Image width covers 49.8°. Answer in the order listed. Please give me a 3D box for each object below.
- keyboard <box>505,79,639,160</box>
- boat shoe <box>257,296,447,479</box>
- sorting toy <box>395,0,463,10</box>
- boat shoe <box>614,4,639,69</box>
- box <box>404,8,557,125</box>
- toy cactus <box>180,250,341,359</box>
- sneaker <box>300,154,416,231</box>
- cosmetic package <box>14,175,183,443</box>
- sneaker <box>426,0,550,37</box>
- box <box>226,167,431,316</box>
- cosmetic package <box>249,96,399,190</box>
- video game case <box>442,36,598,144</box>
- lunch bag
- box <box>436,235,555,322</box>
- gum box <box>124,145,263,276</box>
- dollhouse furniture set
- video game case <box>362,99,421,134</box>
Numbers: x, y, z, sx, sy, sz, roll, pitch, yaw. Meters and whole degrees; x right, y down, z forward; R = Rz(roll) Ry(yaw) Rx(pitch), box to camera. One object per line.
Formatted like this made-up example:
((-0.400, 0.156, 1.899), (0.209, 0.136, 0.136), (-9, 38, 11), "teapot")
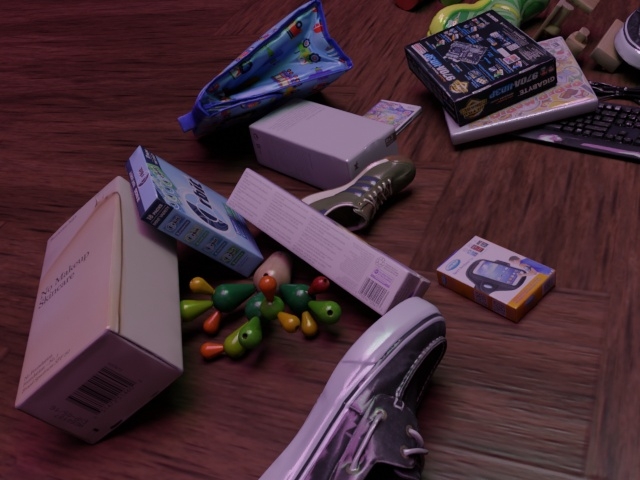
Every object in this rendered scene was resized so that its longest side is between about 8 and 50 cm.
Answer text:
((0.424, -0.210, 1.099), (0.317, 0.033, 0.201), (20, 50, 35), "keyboard")
((0.046, 0.205, 0.659), (0.119, 0.121, 0.335), (24, 63, 29), "boat shoe")
((0.307, -0.576, 1.495), (0.126, 0.127, 0.366), (-15, 19, -28), "sorting toy")
((0.599, -0.392, 1.188), (0.108, 0.102, 0.301), (34, 52, 14), "boat shoe")
((0.262, -0.296, 1.156), (0.175, 0.051, 0.220), (-24, 42, -1), "box")
((-0.079, 0.067, 0.879), (0.219, 0.112, 0.180), (-12, 27, 20), "toy cactus")
((0.062, -0.052, 0.998), (0.192, 0.064, 0.086), (-25, 40, -3), "sneaker")
((-0.268, 0.074, 0.867), (0.160, 0.113, 0.309), (-39, 36, 14), "cosmetic package")
((0.341, -0.415, 1.343), (0.296, 0.109, 0.123), (-28, 67, -22), "sneaker")
((0.000, 0.000, 0.911), (0.324, 0.063, 0.067), (33, 94, 38), "box")
((0.004, -0.154, 1.126), (0.117, 0.085, 0.231), (-38, 45, -27), "cosmetic package")
((0.314, -0.253, 1.145), (0.227, 0.026, 0.206), (-12, 43, 10), "video game case")
((-0.123, -0.279, 1.225), (0.293, 0.138, 0.221), (-31, 9, -12), "lunch bag")
((0.211, 0.042, 0.859), (0.081, 0.028, 0.136), (-37, 45, -26), "box")
((-0.179, -0.041, 0.972), (0.041, 0.184, 0.157), (-49, 37, 13), "gum box")
((0.472, -0.359, 1.270), (0.151, 0.123, 0.144), (38, 55, 5), "dollhouse furniture set")
((0.110, -0.209, 1.216), (0.087, 0.011, 0.122), (19, 49, 36), "video game case")
